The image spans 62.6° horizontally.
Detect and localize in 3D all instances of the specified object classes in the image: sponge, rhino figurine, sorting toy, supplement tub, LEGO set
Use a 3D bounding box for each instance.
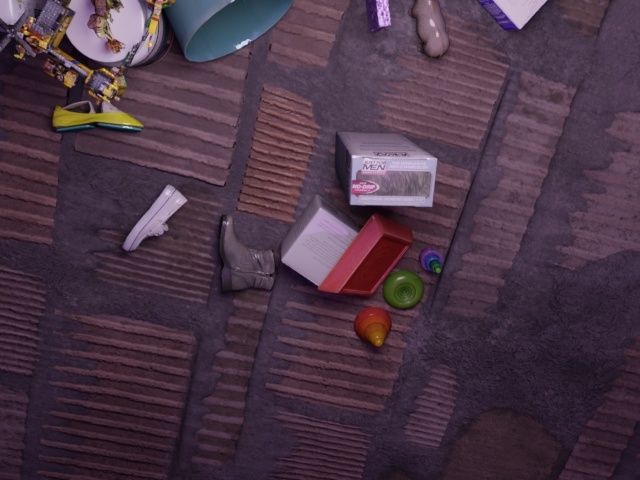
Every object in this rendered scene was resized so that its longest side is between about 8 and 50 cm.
[{"bbox_3d":[0.134,-0.563,1.248,0.031,0.210,0.117,-9,109,1],"label":"sponge"},{"bbox_3d":[0.262,-0.568,1.309,0.073,0.106,0.244,-20,109,3],"label":"rhino figurine"},{"bbox_3d":[0.240,0.187,1.558,0.127,0.126,0.366,35,104,-14],"label":"sorting toy"},{"bbox_3d":[-0.452,-0.494,1.200,0.190,0.272,0.191,-1,109,-3],"label":"supplement tub"},{"bbox_3d":[-0.433,-0.421,0.978,0.255,0.192,0.331,40,102,-15],"label":"LEGO set"}]

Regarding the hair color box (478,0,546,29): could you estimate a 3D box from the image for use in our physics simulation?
[{"bbox_3d":[0.423,-0.700,1.276,0.338,0.110,0.185,39,103,-17],"label":"hair color box"}]

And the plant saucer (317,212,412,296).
[{"bbox_3d":[0.142,0.060,1.459,0.048,0.258,0.259,45,106,29],"label":"plant saucer"}]

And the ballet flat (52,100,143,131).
[{"bbox_3d":[-0.577,-0.321,1.361,0.230,0.077,0.078,-1,93,-1],"label":"ballet flat"}]

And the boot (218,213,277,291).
[{"bbox_3d":[-0.207,0.035,1.511,0.161,0.083,0.247,-4,115,-10],"label":"boot"}]

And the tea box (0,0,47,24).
[{"bbox_3d":[-0.694,-0.622,1.110,0.219,0.329,0.324,1,109,-4],"label":"tea box"}]

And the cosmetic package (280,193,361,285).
[{"bbox_3d":[0.000,0.000,1.464,0.151,0.151,0.184,34,104,-14],"label":"cosmetic package"}]

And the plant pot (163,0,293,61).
[{"bbox_3d":[-0.237,-0.589,1.186,0.292,0.293,0.235,-29,95,6],"label":"plant pot"}]

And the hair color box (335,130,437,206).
[{"bbox_3d":[0.143,-0.186,1.291,0.185,0.374,0.114,1,109,-4],"label":"hair color box"}]

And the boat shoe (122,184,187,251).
[{"bbox_3d":[-0.456,-0.046,1.453,0.075,0.083,0.226,38,102,-14],"label":"boat shoe"}]
